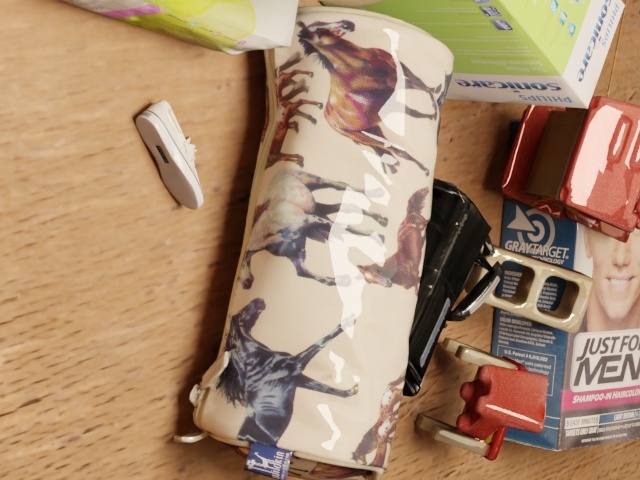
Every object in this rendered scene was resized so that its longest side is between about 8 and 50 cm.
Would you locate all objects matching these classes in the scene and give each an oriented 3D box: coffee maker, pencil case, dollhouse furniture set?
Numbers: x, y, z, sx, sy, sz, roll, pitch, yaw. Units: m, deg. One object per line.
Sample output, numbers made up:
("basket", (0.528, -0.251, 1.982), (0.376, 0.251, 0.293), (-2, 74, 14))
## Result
("coffee maker", (0.070, 0.034, 1.617), (0.171, 0.120, 0.178), (44, 63, -34))
("pencil case", (0.000, 0.000, 1.479), (0.183, 0.160, 0.410), (11, 87, -21))
("dollhouse furniture set", (0.244, 0.050, 1.673), (0.152, 0.201, 0.374), (18, 92, -13))

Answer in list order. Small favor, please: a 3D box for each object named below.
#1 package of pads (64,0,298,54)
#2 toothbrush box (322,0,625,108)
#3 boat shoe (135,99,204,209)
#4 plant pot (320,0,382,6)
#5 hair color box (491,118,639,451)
("package of pads", (-0.122, -0.279, 1.329), (0.296, 0.101, 0.229), (12, 87, -50))
("toothbrush box", (0.114, -0.243, 1.541), (0.283, 0.206, 0.122), (42, 64, -45))
("boat shoe", (-0.118, -0.072, 1.426), (0.035, 0.035, 0.100), (-47, 123, -32))
("plant pot", (0.027, -0.285, 1.257), (0.284, 0.284, 0.191), (-18, 144, -48))
("hair color box", (0.283, 0.046, 1.871), (0.174, 0.105, 0.347), (-1, 97, -47))
